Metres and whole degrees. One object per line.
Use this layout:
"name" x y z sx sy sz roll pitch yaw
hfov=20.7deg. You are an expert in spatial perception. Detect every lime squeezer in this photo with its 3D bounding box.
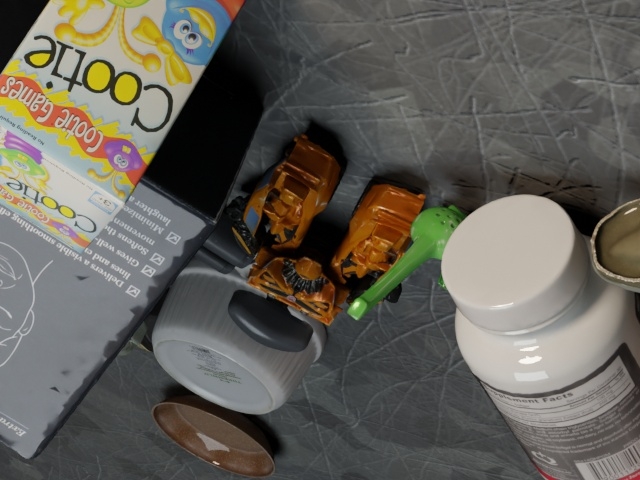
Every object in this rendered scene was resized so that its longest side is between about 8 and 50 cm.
"lime squeezer" 0.115 0.018 1.712 0.059 0.110 0.310 22 -170 16

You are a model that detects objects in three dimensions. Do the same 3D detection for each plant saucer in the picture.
"plant saucer" -0.148 0.276 2.524 0.198 0.036 0.198 23 154 12

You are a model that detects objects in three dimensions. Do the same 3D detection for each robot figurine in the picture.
"robot figurine" 0.000 0.000 1.829 0.211 0.085 0.291 27 154 -1

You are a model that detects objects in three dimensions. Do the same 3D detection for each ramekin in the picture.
"ramekin" -0.107 0.122 2.126 0.207 0.109 0.207 22 154 12

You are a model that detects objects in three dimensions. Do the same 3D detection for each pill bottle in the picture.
"pill bottle" 0.235 0.102 1.689 0.176 0.176 0.318 7 147 35

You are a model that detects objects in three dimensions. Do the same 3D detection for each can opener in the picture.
"can opener" -0.113 0.027 1.972 0.283 0.095 0.076 33 153 -21

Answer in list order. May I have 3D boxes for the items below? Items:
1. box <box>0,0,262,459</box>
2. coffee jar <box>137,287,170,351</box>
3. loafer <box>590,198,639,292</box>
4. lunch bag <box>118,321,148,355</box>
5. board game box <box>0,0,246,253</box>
"box" -0.294 -0.026 1.750 0.293 0.212 0.395 33 125 -11
"coffee jar" -0.260 0.088 2.242 0.184 0.079 0.096 9 148 32
"loafer" 0.328 -0.014 1.472 0.251 0.094 0.087 -12 156 39
"lunch bag" -0.335 0.010 2.072 0.287 0.169 0.235 25 157 15
"board game box" -0.182 -0.153 1.510 0.144 0.275 0.142 32 154 -11
